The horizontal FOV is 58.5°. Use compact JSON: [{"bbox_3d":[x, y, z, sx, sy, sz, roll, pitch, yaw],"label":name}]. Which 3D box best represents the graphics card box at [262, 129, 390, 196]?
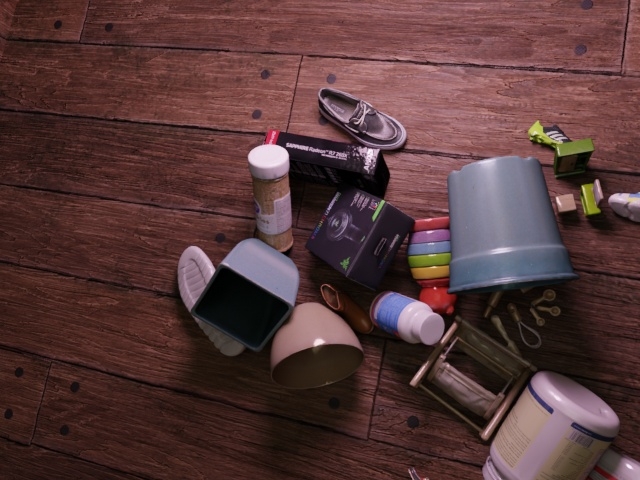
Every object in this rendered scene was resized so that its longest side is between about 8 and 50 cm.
[{"bbox_3d":[0.023,-0.244,1.822,0.371,0.233,0.094,14,81,18],"label":"graphics card box"}]

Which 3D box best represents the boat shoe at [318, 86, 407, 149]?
[{"bbox_3d":[0.124,-0.399,1.881,0.335,0.119,0.121,28,88,18],"label":"boat shoe"}]

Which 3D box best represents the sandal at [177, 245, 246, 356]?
[{"bbox_3d":[-0.359,0.207,1.918,0.169,0.102,0.416,-40,67,22],"label":"sandal"}]

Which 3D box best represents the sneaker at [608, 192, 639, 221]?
[{"bbox_3d":[0.961,-0.114,1.635,0.240,0.091,0.126,19,67,18],"label":"sneaker"}]

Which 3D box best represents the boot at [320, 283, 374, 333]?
[{"bbox_3d":[0.077,0.212,1.767,0.197,0.152,0.073,43,93,18],"label":"boot"}]

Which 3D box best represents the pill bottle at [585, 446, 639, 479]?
[{"bbox_3d":[0.734,0.758,1.452,0.229,0.229,0.407,28,88,18],"label":"pill bottle"}]

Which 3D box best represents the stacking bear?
[{"bbox_3d":[0.345,0.080,1.719,0.176,0.164,0.288,-7,88,37],"label":"stacking bear"}]

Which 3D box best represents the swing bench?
[{"bbox_3d":[0.434,0.388,1.638,0.253,0.165,0.254,35,85,19],"label":"swing bench"}]

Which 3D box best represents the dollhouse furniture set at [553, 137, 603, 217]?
[{"bbox_3d":[0.642,-0.150,1.668,0.302,0.151,0.197,-9,71,13],"label":"dollhouse furniture set"}]

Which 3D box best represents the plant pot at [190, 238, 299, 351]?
[{"bbox_3d":[-0.208,0.140,1.778,0.248,0.252,0.247,32,124,-7],"label":"plant pot"}]

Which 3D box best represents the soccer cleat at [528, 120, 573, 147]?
[{"bbox_3d":[0.724,-0.310,1.738,0.179,0.060,0.072,29,76,18],"label":"soccer cleat"}]

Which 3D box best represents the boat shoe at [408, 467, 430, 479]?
[{"bbox_3d":[0.310,0.720,1.668,0.043,0.049,0.137,-38,75,2],"label":"boat shoe"}]

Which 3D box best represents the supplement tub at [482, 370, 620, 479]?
[{"bbox_3d":[0.595,0.536,1.503,0.236,0.235,0.324,31,105,18],"label":"supplement tub"}]

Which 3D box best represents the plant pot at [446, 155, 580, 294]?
[{"bbox_3d":[0.493,-0.036,1.559,0.342,0.341,0.333,-9,80,13],"label":"plant pot"}]

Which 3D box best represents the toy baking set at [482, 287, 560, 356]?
[{"bbox_3d":[0.588,0.213,1.692,0.197,0.030,0.256,32,90,17],"label":"toy baking set"}]

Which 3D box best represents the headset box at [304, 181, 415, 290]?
[{"bbox_3d":[0.118,-0.015,1.728,0.246,0.131,0.283,-60,35,3],"label":"headset box"}]

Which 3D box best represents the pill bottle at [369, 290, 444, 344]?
[{"bbox_3d":[0.254,0.230,1.676,0.222,0.124,0.124,17,83,59],"label":"pill bottle"}]

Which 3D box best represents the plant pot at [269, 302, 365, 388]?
[{"bbox_3d":[-0.027,0.302,1.738,0.284,0.284,0.190,-23,53,10],"label":"plant pot"}]

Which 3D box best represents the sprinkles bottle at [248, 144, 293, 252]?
[{"bbox_3d":[-0.151,-0.122,1.791,0.122,0.355,0.121,-1,42,1],"label":"sprinkles bottle"}]
